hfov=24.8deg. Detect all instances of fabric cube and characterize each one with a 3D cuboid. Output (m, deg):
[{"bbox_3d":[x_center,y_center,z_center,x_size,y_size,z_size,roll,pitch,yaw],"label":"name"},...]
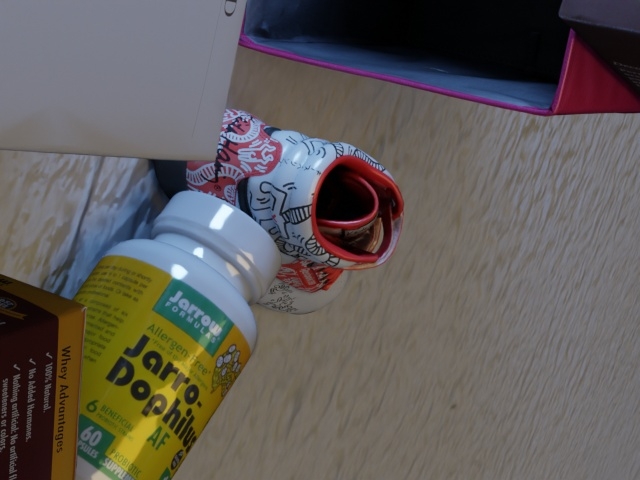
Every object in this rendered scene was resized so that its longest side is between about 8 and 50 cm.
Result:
[{"bbox_3d":[0.128,-0.236,1.025,0.258,0.254,0.259,-10,112,-56],"label":"fabric cube"}]

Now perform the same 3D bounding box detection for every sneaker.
[{"bbox_3d":[-0.001,0.001,1.042,0.090,0.145,0.270,-63,148,-16],"label":"sneaker"}]

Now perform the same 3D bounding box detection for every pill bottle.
[{"bbox_3d":[-0.113,0.074,0.925,0.208,0.118,0.117,-57,146,-25],"label":"pill bottle"}]

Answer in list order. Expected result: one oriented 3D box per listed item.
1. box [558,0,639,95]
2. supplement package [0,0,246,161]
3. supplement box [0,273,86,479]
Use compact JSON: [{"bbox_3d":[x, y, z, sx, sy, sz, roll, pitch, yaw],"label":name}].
[{"bbox_3d":[0.300,-0.164,0.963,0.381,0.143,0.191,22,86,-63],"label":"box"},{"bbox_3d":[-0.180,-0.141,0.650,0.293,0.175,0.177,-2,106,-58],"label":"supplement package"},{"bbox_3d":[-0.236,0.125,0.738,0.194,0.129,0.191,-19,120,-54],"label":"supplement box"}]
